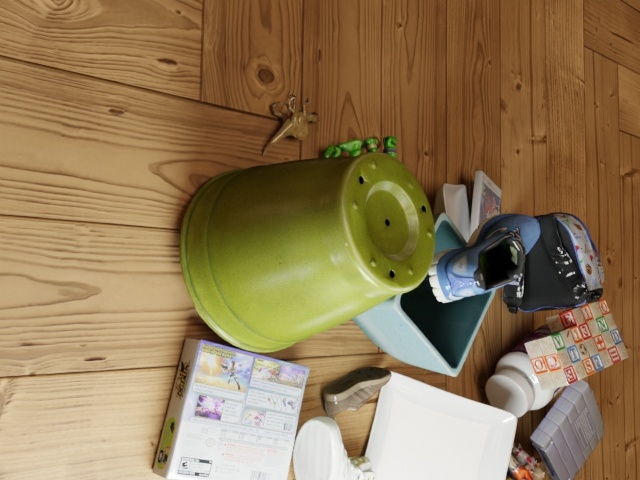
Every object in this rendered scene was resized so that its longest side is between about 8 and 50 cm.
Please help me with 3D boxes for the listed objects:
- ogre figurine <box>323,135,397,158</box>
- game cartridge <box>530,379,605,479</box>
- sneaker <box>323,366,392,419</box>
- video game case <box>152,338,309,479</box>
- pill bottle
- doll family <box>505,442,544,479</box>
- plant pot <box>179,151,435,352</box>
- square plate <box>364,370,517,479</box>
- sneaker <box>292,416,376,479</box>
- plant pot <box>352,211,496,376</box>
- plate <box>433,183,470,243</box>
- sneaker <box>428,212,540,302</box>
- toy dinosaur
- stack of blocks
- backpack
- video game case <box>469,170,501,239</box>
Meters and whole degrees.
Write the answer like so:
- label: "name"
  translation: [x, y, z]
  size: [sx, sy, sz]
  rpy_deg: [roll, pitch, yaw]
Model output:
- label: "ogre figurine"
  translation: [0.103, -0.168, 1.529]
  size: [0.197, 0.097, 0.118]
  rpy_deg: [-10, 82, -53]
- label: "game cartridge"
  translation: [0.717, 0.555, 1.956]
  size: [0.230, 0.068, 0.355]
  rpy_deg: [-51, 136, -16]
- label: "sneaker"
  translation: [0.079, 0.336, 1.507]
  size: [0.188, 0.066, 0.071]
  rpy_deg: [-12, 112, -36]
- label: "video game case"
  translation: [-0.160, 0.333, 1.285]
  size: [0.269, 0.061, 0.244]
  rpy_deg: [23, 73, -38]
- label: "pill bottle"
  translation: [0.587, 0.360, 1.871]
  size: [0.301, 0.169, 0.169]
  rpy_deg: [-24, 103, -40]
- label: "doll family"
  translation: [0.514, 0.629, 1.795]
  size: [0.163, 0.118, 0.263]
  rpy_deg: [52, 13, 15]
- label: "plant pot"
  translation: [0.000, 0.000, 1.219]
  size: [0.366, 0.353, 0.366]
  rpy_deg: [15, 68, -41]
- label: "square plate"
  translation: [0.261, 0.519, 1.571]
  size: [0.347, 0.049, 0.344]
  rpy_deg: [20, 72, -7]
- label: "sneaker"
  translation: [0.036, 0.462, 1.403]
  size: [0.169, 0.108, 0.292]
  rpy_deg: [-20, 122, -43]
- label: "plant pot"
  translation: [0.182, 0.114, 1.473]
  size: [0.248, 0.252, 0.247]
  rpy_deg: [49, 58, -28]
- label: "plate"
  translation: [0.334, -0.001, 1.698]
  size: [0.278, 0.045, 0.277]
  rpy_deg: [-9, 94, -67]
- label: "sneaker"
  translation: [0.368, 0.034, 1.378]
  size: [0.330, 0.147, 0.130]
  rpy_deg: [-30, 107, -39]
- label: "toy dinosaur"
  translation: [-0.059, -0.250, 1.418]
  size: [0.183, 0.053, 0.092]
  rpy_deg: [-38, 113, -36]
- label: "stack of blocks"
  translation: [0.675, 0.271, 1.805]
  size: [0.297, 0.087, 0.171]
  rpy_deg: [-10, 76, -38]
- label: "backpack"
  translation: [0.649, 0.052, 1.897]
  size: [0.213, 0.276, 0.263]
  rpy_deg: [-16, 91, -46]
- label: "video game case"
  translation: [0.448, -0.066, 1.838]
  size: [0.183, 0.023, 0.201]
  rpy_deg: [24, 71, -56]
